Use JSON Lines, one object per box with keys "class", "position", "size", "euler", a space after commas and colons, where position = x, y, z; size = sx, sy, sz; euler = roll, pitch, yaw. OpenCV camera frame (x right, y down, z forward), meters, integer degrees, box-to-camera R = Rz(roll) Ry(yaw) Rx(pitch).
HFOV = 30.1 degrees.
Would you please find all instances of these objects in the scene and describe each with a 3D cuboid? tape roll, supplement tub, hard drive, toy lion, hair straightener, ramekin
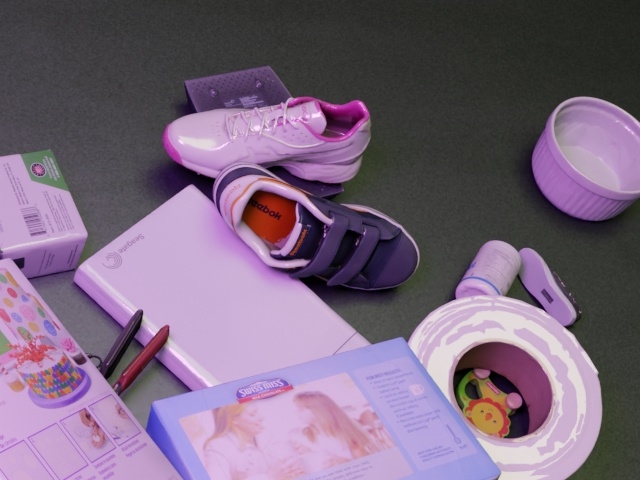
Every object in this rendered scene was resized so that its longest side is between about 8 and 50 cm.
{"class": "tape roll", "position": [0.234, 0.219, 1.618], "size": [0.286, 0.100, 0.286], "euler": [6, 60, -10]}
{"class": "supplement tub", "position": [0.254, 0.058, 1.797], "size": [0.071, 0.071, 0.107], "euler": [34, 48, 3]}
{"class": "hard drive", "position": [-0.126, 0.100, 1.617], "size": [0.353, 0.047, 0.233], "euler": [41, 50, 10]}
{"class": "hard drive", "position": [-0.092, -0.148, 1.810], "size": [0.172, 0.054, 0.254], "euler": [-16, 64, -32]}
{"class": "toy lion", "position": [0.231, 0.237, 1.684], "size": [0.100, 0.034, 0.096], "euler": [44, 58, 12]}
{"class": "hair straightener", "position": [-0.286, 0.175, 1.476], "size": [0.089, 0.047, 0.230], "euler": [32, 65, 9]}
{"class": "ramekin", "position": [0.454, -0.130, 1.999], "size": [0.207, 0.109, 0.207], "euler": [12, 51, -16]}

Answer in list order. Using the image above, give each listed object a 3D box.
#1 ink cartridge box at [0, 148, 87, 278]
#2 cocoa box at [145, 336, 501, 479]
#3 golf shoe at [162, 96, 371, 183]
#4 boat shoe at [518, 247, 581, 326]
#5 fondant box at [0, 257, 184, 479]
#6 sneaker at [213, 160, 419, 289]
{"class": "ink cartridge box", "position": [-0.432, -0.024, 1.549], "size": [0.208, 0.087, 0.153], "euler": [-11, 61, -31]}
{"class": "cocoa box", "position": [-0.014, 0.295, 1.376], "size": [0.347, 0.228, 0.231], "euler": [-11, 48, -30]}
{"class": "golf shoe", "position": [-0.070, -0.160, 1.703], "size": [0.306, 0.140, 0.115], "euler": [-1, 58, -22]}
{"class": "boat shoe", "position": [0.355, 0.073, 1.851], "size": [0.040, 0.049, 0.142], "euler": [-4, 57, -49]}
{"class": "fondant box", "position": [-0.290, 0.184, 1.130], "size": [0.330, 0.096, 0.238], "euler": [52, 18, 6]}
{"class": "sneaker", "position": [0.000, 0.000, 1.662], "size": [0.321, 0.126, 0.127], "euler": [21, 15, -16]}
